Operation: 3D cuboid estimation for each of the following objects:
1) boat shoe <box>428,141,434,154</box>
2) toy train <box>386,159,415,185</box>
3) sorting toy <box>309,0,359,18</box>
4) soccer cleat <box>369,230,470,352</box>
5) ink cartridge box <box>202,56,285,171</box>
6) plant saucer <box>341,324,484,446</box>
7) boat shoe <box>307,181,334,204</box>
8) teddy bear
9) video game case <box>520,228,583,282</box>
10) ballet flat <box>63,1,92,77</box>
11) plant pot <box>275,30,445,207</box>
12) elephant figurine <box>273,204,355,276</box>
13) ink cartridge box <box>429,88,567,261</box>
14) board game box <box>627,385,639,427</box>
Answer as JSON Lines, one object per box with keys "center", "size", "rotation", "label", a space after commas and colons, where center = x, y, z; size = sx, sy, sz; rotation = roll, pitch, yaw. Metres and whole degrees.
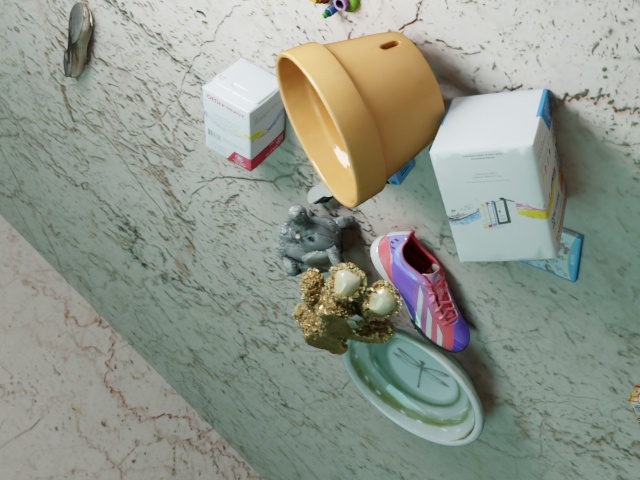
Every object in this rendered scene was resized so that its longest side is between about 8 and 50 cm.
{"center": [0.246, -0.170, 1.627], "size": [0.142, 0.040, 0.049], "rotation": [-8, 122, 51], "label": "boat shoe"}
{"center": [0.094, -0.172, 1.761], "size": [0.184, 0.080, 0.105], "rotation": [13, 143, 39], "label": "toy train"}
{"center": [0.016, -0.424, 1.581], "size": [0.102, 0.042, 0.061], "rotation": [27, 145, 24], "label": "sorting toy"}
{"center": [0.236, 0.112, 1.916], "size": [0.318, 0.108, 0.116], "rotation": [53, 143, -11], "label": "soccer cleat"}
{"center": [-0.159, -0.266, 1.877], "size": [0.128, 0.127, 0.176], "rotation": [32, 147, 19], "label": "ink cartridge box"}
{"center": [0.238, 0.329, 2.167], "size": [0.401, 0.100, 0.400], "rotation": [29, 145, 23], "label": "plant saucer"}
{"center": [0.019, -0.108, 1.953], "size": [0.125, 0.038, 0.046], "rotation": [-31, 62, 52], "label": "boat shoe"}
{"center": [0.058, 0.141, 1.973], "size": [0.245, 0.113, 0.338], "rotation": [13, 150, 4], "label": "teddy bear"}
{"center": [0.410, 0.007, 1.680], "size": [0.166, 0.015, 0.119], "rotation": [23, 143, 28], "label": "video game case"}
{"center": [-0.581, -0.483, 2.164], "size": [0.250, 0.058, 0.084], "rotation": [-56, 47, 53], "label": "ballet flat"}
{"center": [0.077, -0.229, 1.531], "size": [0.290, 0.204, 0.291], "rotation": [58, 168, 19], "label": "plant pot"}
{"center": [0.000, 0.000, 1.975], "size": [0.239, 0.186, 0.169], "rotation": [-26, 85, 65], "label": "elephant figurine"}
{"center": [0.304, -0.104, 1.485], "size": [0.168, 0.171, 0.232], "rotation": [-2, 129, 25], "label": "ink cartridge box"}
{"center": [0.715, 0.359, 1.729], "size": [0.194, 0.045, 0.146], "rotation": [1, 129, 47], "label": "board game box"}
